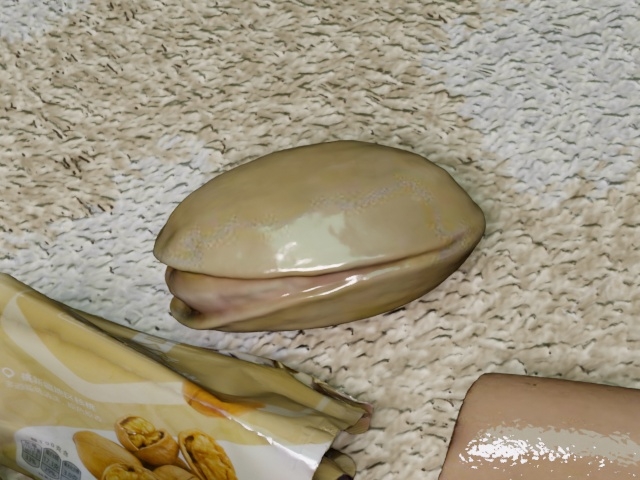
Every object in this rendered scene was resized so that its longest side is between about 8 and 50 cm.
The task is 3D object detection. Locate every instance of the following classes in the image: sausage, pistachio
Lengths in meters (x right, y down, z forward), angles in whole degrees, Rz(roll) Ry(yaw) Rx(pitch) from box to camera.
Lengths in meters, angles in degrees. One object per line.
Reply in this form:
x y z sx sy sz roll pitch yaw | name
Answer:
0.223 0.176 0.963 0.252 0.123 0.123 8 63 8 | sausage
0.000 0.000 1.050 0.293 0.162 0.181 -7 26 -1 | pistachio

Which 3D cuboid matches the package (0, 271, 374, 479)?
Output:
-0.120 0.134 0.995 0.311 0.221 0.165 22 45 15 | package

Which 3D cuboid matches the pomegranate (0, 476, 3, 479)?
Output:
-0.352 0.274 0.884 0.319 0.319 0.319 -2 62 4 | pomegranate
